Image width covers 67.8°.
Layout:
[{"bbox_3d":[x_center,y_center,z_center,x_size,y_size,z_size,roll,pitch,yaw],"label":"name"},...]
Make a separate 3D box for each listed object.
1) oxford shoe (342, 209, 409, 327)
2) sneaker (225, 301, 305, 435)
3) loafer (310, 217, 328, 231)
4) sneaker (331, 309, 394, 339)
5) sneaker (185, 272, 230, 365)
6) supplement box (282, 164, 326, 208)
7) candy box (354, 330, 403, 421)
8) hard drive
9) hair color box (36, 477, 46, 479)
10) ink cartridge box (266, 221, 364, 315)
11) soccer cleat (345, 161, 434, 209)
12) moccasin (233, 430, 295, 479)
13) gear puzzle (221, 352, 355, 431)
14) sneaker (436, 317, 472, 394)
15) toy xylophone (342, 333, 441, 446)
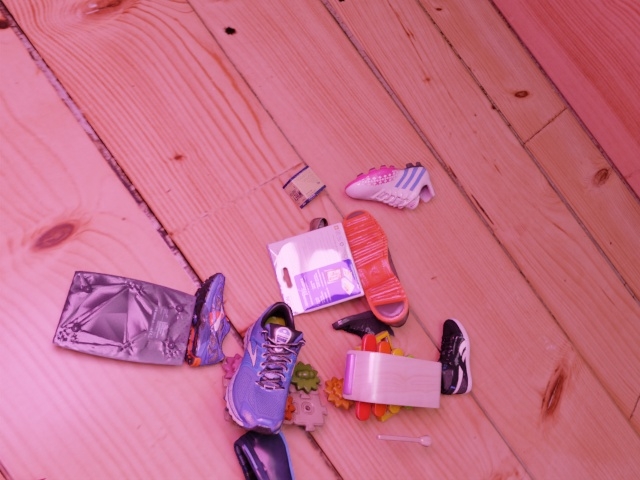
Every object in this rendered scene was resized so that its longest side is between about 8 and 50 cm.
[{"bbox_3d":[0.149,0.080,1.343,0.130,0.132,0.363,-19,61,7],"label":"oxford shoe"},{"bbox_3d":[-0.112,0.253,1.010,0.130,0.147,0.330,19,32,-15],"label":"sneaker"},{"bbox_3d":[0.000,0.000,1.315,0.056,0.050,0.147,2,68,-28],"label":"loafer"},{"bbox_3d":[0.116,0.240,1.277,0.170,0.051,0.089,-10,71,-35],"label":"sneaker"},{"bbox_3d":[-0.249,0.181,1.091,0.087,0.083,0.221,22,64,-35],"label":"sneaker"},{"bbox_3d":[-0.045,-0.152,1.351,0.083,0.056,0.083,48,55,-3],"label":"supplement box"},{"bbox_3d":[0.163,0.353,1.243,0.105,0.027,0.205,-20,94,-32],"label":"candy box"},{"bbox_3d":[-0.406,0.169,1.010,0.255,0.054,0.171,16,62,-23],"label":"hard drive"},{"bbox_3d":[-0.515,0.504,0.805,0.093,0.053,0.167,0,68,-31],"label":"hair color box"},{"bbox_3d":[-0.014,0.077,1.252,0.209,0.045,0.206,-16,78,-2],"label":"ink cartridge box"},{"bbox_3d":[0.230,-0.156,1.473,0.332,0.116,0.143,-15,77,-34],"label":"soccer cleat"},{"bbox_3d":[-0.108,0.566,0.973,0.117,0.137,0.341,2,55,-39],"label":"moccasin"},{"bbox_3d":[-0.058,0.347,1.097,0.339,0.044,0.175,13,38,-24],"label":"gear puzzle"},{"bbox_3d":[0.361,0.329,1.359,0.121,0.079,0.216,5,68,-29],"label":"sneaker"},{"bbox_3d":[0.193,0.379,1.188,0.323,0.081,0.236,27,66,-31],"label":"toy xylophone"}]
